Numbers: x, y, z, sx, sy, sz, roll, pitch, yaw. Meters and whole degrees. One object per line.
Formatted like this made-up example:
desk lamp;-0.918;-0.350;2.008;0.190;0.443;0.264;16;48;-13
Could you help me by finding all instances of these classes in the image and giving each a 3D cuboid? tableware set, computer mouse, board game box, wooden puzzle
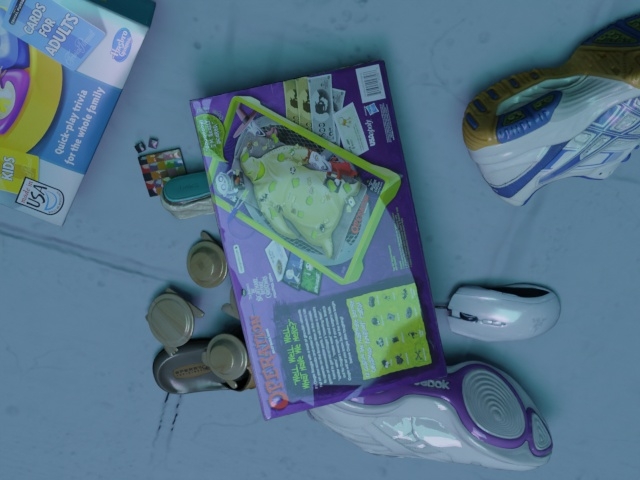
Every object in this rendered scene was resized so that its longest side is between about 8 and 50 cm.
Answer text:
tableware set;-0.123;0.080;1.109;0.141;0.020;0.169;38;110;16
computer mouse;0.186;0.085;1.121;0.193;0.042;0.106;0;113;2
board game box;0.000;0.000;1.022;0.208;0.056;0.347;-13;98;-8
wooden puzzle;-0.176;-0.077;1.082;0.049;0.006;0.083;-10;114;7
board game box;-0.371;-0.187;0.963;0.336;0.079;0.254;22;119;-17

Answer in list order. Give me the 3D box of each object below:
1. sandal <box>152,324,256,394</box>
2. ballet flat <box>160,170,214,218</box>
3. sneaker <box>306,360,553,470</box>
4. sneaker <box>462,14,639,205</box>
sandal;-0.102;0.143;1.148;0.219;0.060;0.090;-14;113;8
ballet flat;-0.093;-0.059;1.068;0.168;0.057;0.052;-9;148;4
sneaker;0.126;0.208;1.155;0.305;0.114;0.152;19;143;-4
sneaker;0.299;-0.136;0.999;0.296;0.112;0.131;-21;129;13
